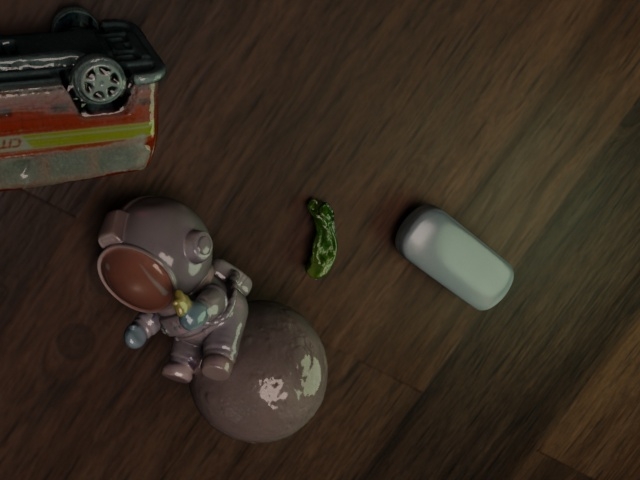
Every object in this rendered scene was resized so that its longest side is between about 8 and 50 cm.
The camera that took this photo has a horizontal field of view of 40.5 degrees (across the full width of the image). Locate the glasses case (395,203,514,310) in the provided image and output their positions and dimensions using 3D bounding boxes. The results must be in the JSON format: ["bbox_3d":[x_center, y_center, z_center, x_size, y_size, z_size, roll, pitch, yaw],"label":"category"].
[{"bbox_3d":[0.155,0.021,0.989,0.178,0.045,0.067,34,96,-35],"label":"glasses case"}]

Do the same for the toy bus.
[{"bbox_3d":[-0.260,-0.102,0.680,0.264,0.121,0.120,-11,127,-22],"label":"toy bus"}]

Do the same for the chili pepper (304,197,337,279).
[{"bbox_3d":[0.002,-0.001,0.912,0.034,0.030,0.091,3,112,-1],"label":"chili pepper"}]

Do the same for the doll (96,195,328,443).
[{"bbox_3d":[-0.105,0.071,0.834,0.151,0.151,0.287,-39,119,-5],"label":"doll"}]
